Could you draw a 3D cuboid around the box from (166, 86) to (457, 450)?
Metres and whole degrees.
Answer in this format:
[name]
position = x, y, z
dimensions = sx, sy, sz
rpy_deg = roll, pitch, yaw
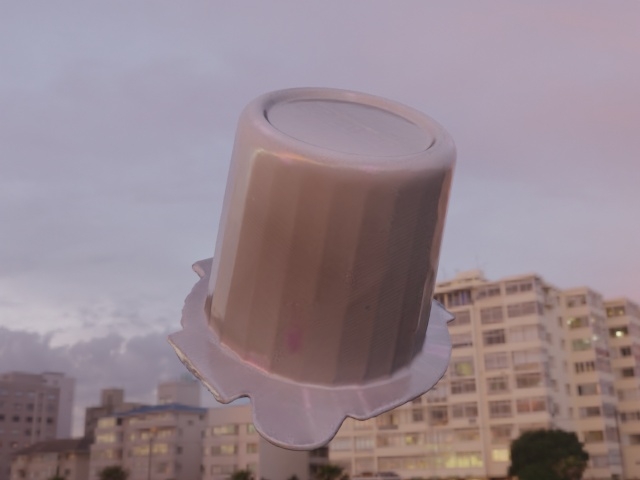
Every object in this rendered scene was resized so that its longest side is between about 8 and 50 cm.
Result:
[box]
position = 0.000, 0.000, 0.660
dimensions = 0.262, 0.206, 0.291
rpy_deg = 11, 27, 6
